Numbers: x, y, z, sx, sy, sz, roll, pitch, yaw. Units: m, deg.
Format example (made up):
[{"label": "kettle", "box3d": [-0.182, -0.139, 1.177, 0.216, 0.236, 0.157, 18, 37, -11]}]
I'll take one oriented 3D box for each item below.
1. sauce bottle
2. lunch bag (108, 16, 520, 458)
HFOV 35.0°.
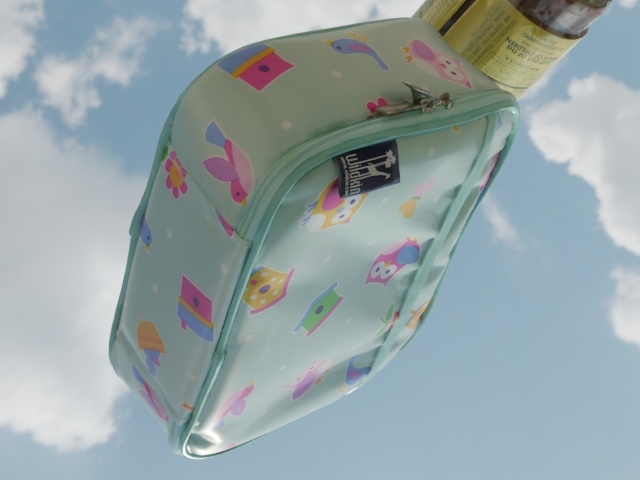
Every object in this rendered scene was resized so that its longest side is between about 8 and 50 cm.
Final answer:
[{"label": "sauce bottle", "box3d": [0.085, -0.117, 0.838, 0.111, 0.344, 0.111, 22, -133, -25]}, {"label": "lunch bag", "box3d": [0.000, 0.000, 0.628, 0.224, 0.279, 0.108, -16, -127, -38]}]
